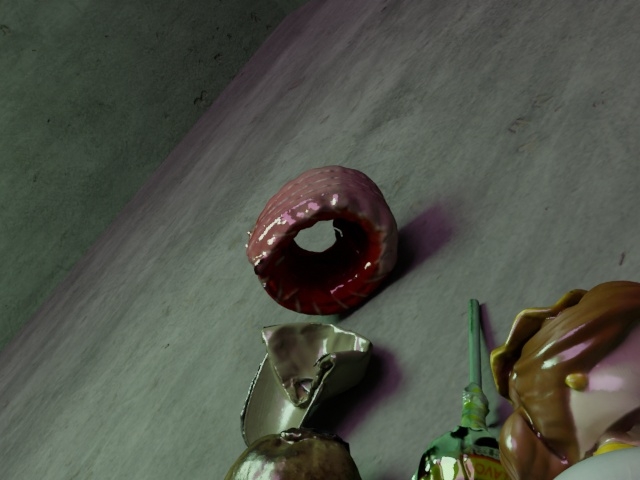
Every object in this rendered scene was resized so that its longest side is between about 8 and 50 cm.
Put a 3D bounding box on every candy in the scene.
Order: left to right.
[{"bbox_3d":[0.130,0.141,0.648,0.091,0.083,0.305,-28,20,23],"label":"candy"}]

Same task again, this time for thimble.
[{"bbox_3d":[0.007,0.000,0.953,0.190,0.163,0.125,-32,24,11],"label":"thimble"}]

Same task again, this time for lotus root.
[{"bbox_3d":[-0.043,0.260,0.643,0.214,0.138,0.138,-56,25,-19],"label":"lotus root"}]

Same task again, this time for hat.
[{"bbox_3d":[-0.018,0.176,0.834,0.147,0.085,0.175,19,88,53],"label":"hat"}]

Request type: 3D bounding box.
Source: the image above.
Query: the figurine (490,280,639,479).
[{"bbox_3d":[0.188,0.132,0.457,0.190,0.142,0.263,-32,27,26],"label":"figurine"}]
